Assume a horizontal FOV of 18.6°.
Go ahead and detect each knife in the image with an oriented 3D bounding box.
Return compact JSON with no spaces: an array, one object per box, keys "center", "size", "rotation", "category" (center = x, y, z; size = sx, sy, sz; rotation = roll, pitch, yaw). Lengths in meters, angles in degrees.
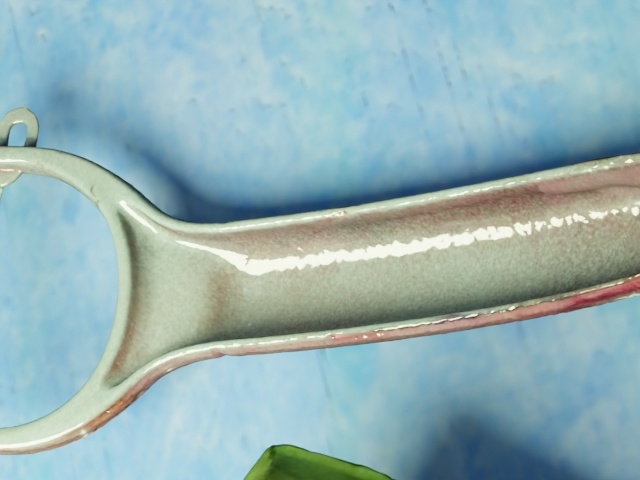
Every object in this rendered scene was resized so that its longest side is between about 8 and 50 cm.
[{"center":[0.001,0.000,0.609],"size":[0.278,0.053,0.123],"rotation":[-7,72,25],"category":"knife"}]

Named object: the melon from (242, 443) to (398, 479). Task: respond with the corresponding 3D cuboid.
[{"center":[0.090,0.188,0.487],"size":[0.323,0.124,0.196],"rotation":[17,87,17],"category":"melon"}]
